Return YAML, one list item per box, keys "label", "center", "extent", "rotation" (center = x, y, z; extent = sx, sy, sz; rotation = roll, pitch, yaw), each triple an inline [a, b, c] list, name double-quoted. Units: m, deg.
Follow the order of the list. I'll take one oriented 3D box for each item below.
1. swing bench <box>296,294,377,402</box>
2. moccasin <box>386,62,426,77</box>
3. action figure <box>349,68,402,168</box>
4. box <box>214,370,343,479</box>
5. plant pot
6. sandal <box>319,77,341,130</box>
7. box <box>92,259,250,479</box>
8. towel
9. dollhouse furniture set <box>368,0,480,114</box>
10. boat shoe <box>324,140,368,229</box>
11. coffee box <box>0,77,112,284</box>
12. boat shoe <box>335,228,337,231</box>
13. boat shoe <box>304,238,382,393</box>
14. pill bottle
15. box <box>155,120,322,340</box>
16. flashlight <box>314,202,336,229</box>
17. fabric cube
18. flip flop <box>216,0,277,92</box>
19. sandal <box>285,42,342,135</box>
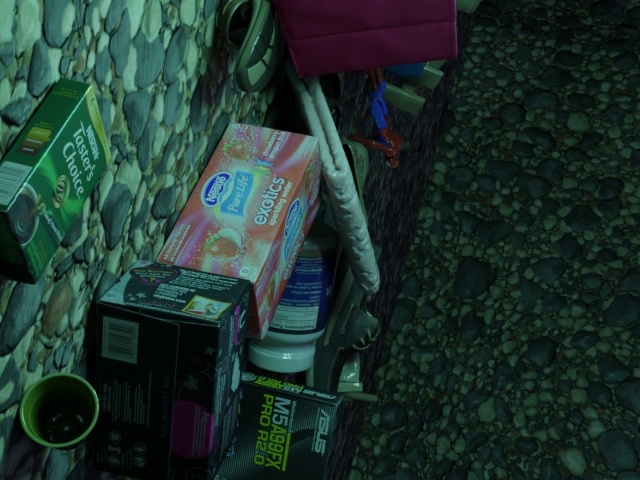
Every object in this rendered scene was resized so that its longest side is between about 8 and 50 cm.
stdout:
- label: "swing bench"
  center: [0.023, 0.217, 2.212]
  extent: [0.254, 0.165, 0.253]
  rotation: [55, 32, -71]
- label: "moccasin"
  center: [0.173, -0.462, 1.961]
  extent: [0.342, 0.138, 0.116]
  rotation: [107, -5, -57]
- label: "action figure"
  center: [0.113, -0.294, 2.475]
  extent: [0.091, 0.139, 0.280]
  rotation: [-58, 134, -51]
- label: "box"
  center: [-0.086, 0.388, 1.867]
  extent: [0.060, 0.216, 0.270]
  rotation: [-36, 137, -72]
- label: "plant pot"
  center: [-0.286, 0.199, 1.136]
  extent: [0.079, 0.083, 0.083]
  rotation: [106, 2, -62]
- label: "sandal"
  center: [0.020, -0.264, 2.148]
  extent: [0.179, 0.040, 0.067]
  rotation: [89, 17, -44]
- label: "box"
  center: [-0.192, 0.170, 1.310]
  extent: [0.142, 0.163, 0.247]
  rotation: [-59, 158, -66]
- label: "towel"
  center: [0.024, -0.114, 1.795]
  extent: [0.332, 0.053, 0.317]
  rotation: [69, 2, -51]
- label: "dollhouse furniture set"
  center: [0.223, -0.587, 2.526]
  extent: [0.394, 0.257, 0.362]
  rotation: [124, -14, -63]
- label: "boat shoe"
  center: [0.053, -0.088, 2.353]
  extent: [0.089, 0.105, 0.285]
  rotation: [-4, 95, -73]
- label: "coffee box"
  center: [-0.271, -0.062, 1.019]
  extent: [0.113, 0.040, 0.184]
  rotation: [87, 19, -49]
- label: "boat shoe"
  center: [0.000, 0.000, 2.247]
  extent: [0.066, 0.066, 0.183]
  rotation: [85, 21, -49]
- label: "boat shoe"
  center: [0.050, 0.163, 2.005]
  extent: [0.132, 0.130, 0.355]
  rotation: [-14, 112, -79]
- label: "pill bottle"
  center: [-0.058, 0.099, 1.877]
  extent: [0.153, 0.153, 0.264]
  rotation: [-45, 145, -69]
- label: "box"
  center: [-0.112, -0.021, 1.522]
  extent: [0.142, 0.154, 0.300]
  rotation: [87, 21, -49]
- label: "flashlight"
  center: [-0.040, 0.074, 2.090]
  extent: [0.103, 0.103, 0.304]
  rotation: [70, 29, -59]
- label: "fabric cube"
  center: [0.065, -0.425, 1.547]
  extent: [0.259, 0.258, 0.254]
  rotation: [66, 20, -71]
- label: "flip flop"
  center: [-0.106, -0.326, 1.460]
  extent: [0.112, 0.080, 0.277]
  rotation: [80, 9, -62]
- label: "sandal"
  center: [-0.007, -0.285, 1.898]
  extent: [0.302, 0.086, 0.120]
  rotation: [85, 21, -53]
